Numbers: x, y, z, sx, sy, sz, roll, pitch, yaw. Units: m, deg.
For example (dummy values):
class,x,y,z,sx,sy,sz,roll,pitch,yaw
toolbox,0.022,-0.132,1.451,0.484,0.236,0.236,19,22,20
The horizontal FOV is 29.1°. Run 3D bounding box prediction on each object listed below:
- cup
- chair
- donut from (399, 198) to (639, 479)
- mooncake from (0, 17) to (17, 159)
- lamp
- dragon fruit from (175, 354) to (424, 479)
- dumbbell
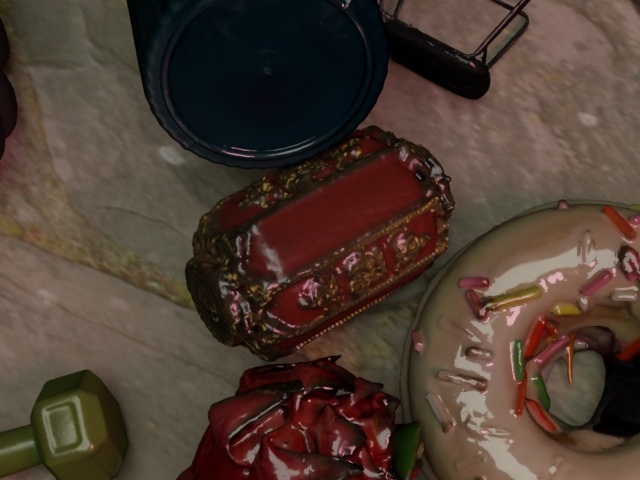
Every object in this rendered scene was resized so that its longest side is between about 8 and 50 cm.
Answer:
class,x,y,z,sx,sy,sz,roll,pitch,yaw
cup,-0.042,-0.248,1.192,0.308,0.242,0.292,-16,43,2
chair,0.110,-0.191,1.281,0.145,0.140,0.221,30,86,9
donut,0.264,0.138,1.197,0.383,0.142,0.382,-1,80,5
mooncake,-0.423,-0.200,1.256,0.154,0.306,0.306,-8,78,3
lamp,0.000,0.000,1.214,0.274,0.177,0.177,-31,76,-22
dragon fruit,-0.046,0.225,1.172,0.293,0.234,0.233,-12,78,-2
dumbbell,-0.352,0.227,1.261,0.302,0.108,0.121,-19,77,2
